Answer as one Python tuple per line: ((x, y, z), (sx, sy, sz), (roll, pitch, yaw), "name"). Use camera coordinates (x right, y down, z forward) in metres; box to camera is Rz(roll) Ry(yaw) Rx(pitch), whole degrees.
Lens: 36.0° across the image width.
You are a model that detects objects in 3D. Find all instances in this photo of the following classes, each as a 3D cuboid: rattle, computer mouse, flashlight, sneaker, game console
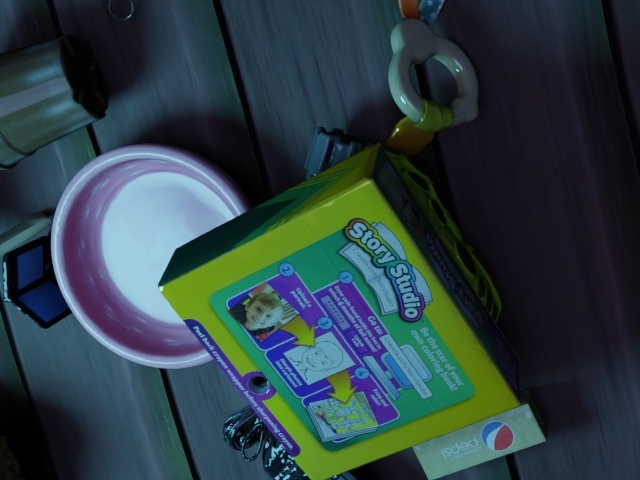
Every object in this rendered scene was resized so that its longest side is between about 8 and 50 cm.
((0.121, -0.224, 1.286), (0.130, 0.143, 0.200), (-21, 82, -11), "rattle")
((-0.004, 0.329, 1.460), (0.188, 0.072, 0.272), (-44, 77, 24), "computer mouse")
((0.000, 0.000, 1.352), (0.103, 0.103, 0.304), (13, 105, -13), "flashlight")
((0.125, 0.011, 1.294), (0.123, 0.109, 0.296), (-26, 106, 27), "sneaker")
((-0.412, 0.060, 1.473), (0.071, 0.122, 0.107), (7, 106, 14), "game console")

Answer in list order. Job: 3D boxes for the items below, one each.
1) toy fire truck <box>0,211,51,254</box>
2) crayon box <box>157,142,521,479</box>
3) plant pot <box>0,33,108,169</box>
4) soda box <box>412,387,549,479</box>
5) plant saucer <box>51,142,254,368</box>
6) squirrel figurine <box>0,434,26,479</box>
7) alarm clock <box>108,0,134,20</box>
((-0.557, -0.023, 1.483), (0.246, 0.217, 0.158), (16, 115, -33), "toy fire truck")
((0.031, 0.106, 1.247), (0.313, 0.106, 0.363), (-26, 113, 21), "crayon box")
((-0.401, -0.205, 1.386), (0.165, 0.167, 0.167), (-19, 99, 12), "plant pot")
((0.222, 0.271, 1.377), (0.181, 0.058, 0.061), (-25, 97, 21), "soda box")
((-0.225, 0.019, 1.428), (0.332, 0.084, 0.332), (4, 105, 16), "plant saucer")
((-0.639, 0.428, 1.571), (0.396, 0.281, 0.371), (19, 116, 14), "squirrel figurine")
((-0.301, -0.396, 1.350), (0.129, 0.064, 0.192), (-16, 103, 20), "alarm clock")
